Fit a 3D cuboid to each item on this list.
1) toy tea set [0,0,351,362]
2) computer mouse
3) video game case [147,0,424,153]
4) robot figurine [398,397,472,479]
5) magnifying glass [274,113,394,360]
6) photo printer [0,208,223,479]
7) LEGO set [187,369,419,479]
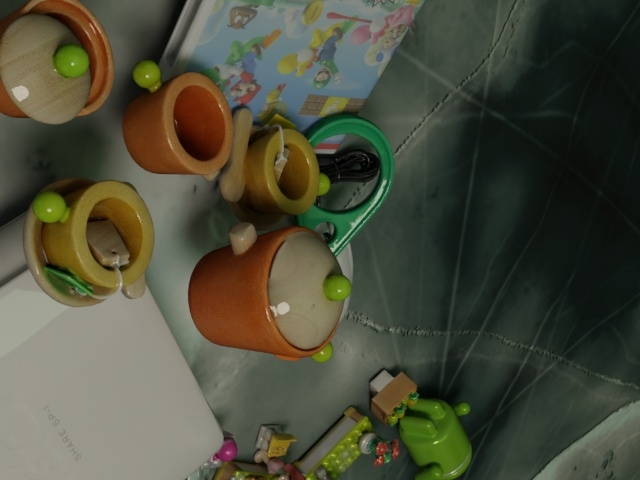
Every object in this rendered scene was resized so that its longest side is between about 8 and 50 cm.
[{"bbox_3d":[-0.081,-0.036,0.670,0.336,0.124,0.200,24,66,-50],"label":"toy tea set"},{"bbox_3d":[0.006,0.015,0.926,0.106,0.042,0.193,-15,117,-37],"label":"computer mouse"},{"bbox_3d":[-0.006,-0.182,0.758,0.204,0.025,0.285,-3,138,-40],"label":"video game case"},{"bbox_3d":[0.128,0.222,1.100,0.115,0.067,0.101,61,43,-38],"label":"robot figurine"},{"bbox_3d":[0.000,0.000,0.878,0.092,0.026,0.231,11,106,-20],"label":"magnifying glass"},{"bbox_3d":[-0.244,0.143,0.717,0.307,0.107,0.256,-36,124,-24],"label":"photo printer"},{"bbox_3d":[0.006,0.226,0.970,0.287,0.107,0.132,-8,113,-38],"label":"LEGO set"}]
